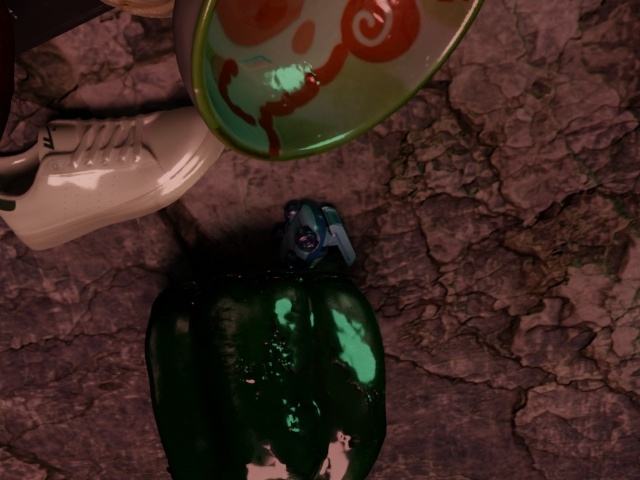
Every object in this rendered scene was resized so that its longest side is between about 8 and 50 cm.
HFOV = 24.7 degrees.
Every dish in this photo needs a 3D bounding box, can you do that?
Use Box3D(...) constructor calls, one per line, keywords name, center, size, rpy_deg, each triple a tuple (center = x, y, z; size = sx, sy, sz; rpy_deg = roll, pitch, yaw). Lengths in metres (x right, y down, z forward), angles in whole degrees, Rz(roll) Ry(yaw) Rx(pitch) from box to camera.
Box3D(name="dish", center=(-0.004, -0.230, 1.217), size=(0.324, 0.124, 0.324), rpy_deg=(-30, 146, -23))

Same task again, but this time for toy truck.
Box3D(name="toy truck", center=(0.000, 0.000, 1.553), size=(0.090, 0.056, 0.073), rpy_deg=(7, 132, -30))

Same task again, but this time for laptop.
Box3D(name="laptop", center=(-0.271, -0.232, 1.310), size=(0.197, 0.016, 0.135), rpy_deg=(-23, 132, 18))

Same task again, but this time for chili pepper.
Box3D(name="chili pepper", center=(-0.063, 0.163, 1.550), size=(0.233, 0.257, 0.248), rpy_deg=(4, 162, -34))

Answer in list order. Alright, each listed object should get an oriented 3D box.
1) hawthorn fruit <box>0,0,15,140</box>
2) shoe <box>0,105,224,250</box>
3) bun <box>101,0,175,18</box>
Box3D(name="hawthorn fruit", center=(-0.412, -0.144, 1.192), size=(0.325, 0.308, 0.308), rpy_deg=(-29, 131, 17))
Box3D(name="shoe", center=(-0.220, -0.076, 1.423), size=(0.265, 0.095, 0.110), rpy_deg=(-26, 132, 24))
Box3D(name="bun", center=(-0.146, -0.258, 1.219), size=(0.183, 0.102, 0.183), rpy_deg=(-4, 131, -5))
